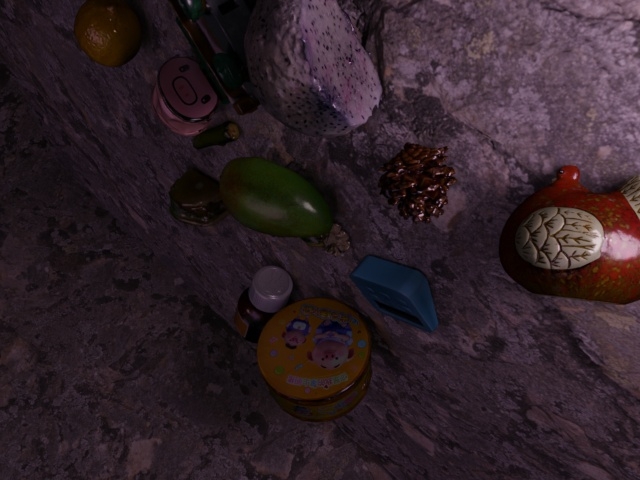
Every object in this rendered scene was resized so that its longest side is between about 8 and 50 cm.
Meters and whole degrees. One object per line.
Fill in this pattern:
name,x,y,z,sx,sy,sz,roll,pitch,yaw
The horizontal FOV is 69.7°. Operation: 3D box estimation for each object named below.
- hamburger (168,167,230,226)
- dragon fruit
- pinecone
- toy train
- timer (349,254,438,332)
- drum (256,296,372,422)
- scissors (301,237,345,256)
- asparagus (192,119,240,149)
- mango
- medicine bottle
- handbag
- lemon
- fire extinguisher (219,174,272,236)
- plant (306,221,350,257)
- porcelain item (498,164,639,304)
hamburger,-0.502,-0.156,1.841,0.288,0.192,0.167,30,158,28
dragon fruit,-0.037,-0.310,0.866,0.204,0.221,0.283,-9,146,34
pinecone,0.198,-0.115,0.943,0.174,0.173,0.173,33,150,23
toy train,-0.218,-0.473,1.049,0.429,0.178,0.249,58,161,-23
timer,0.222,0.178,1.383,0.232,0.091,0.250,16,144,43
drum,-0.017,0.433,1.700,0.431,0.431,0.214,29,149,29
scissors,0.000,0.000,1.513,0.204,0.027,0.101,31,150,29
asparagus,-0.347,-0.341,1.507,0.278,0.060,0.067,6,152,51
mango,-0.135,-0.116,1.370,0.382,0.201,0.225,25,124,17
medicine bottle,-0.232,0.279,1.997,0.242,0.242,0.395,42,141,8
handbag,-0.396,-0.419,1.348,0.205,0.179,0.116,56,158,-15
lemon,-0.638,-0.628,1.387,0.188,0.188,0.257,54,149,-15
fire extinguisher,-0.214,-0.123,1.581,0.311,0.095,0.114,54,-165,-13
plant,0.021,0.003,1.398,0.116,0.122,0.104,47,142,13
porcelain item,0.427,-0.016,0.759,0.253,0.253,0.253,33,150,23
